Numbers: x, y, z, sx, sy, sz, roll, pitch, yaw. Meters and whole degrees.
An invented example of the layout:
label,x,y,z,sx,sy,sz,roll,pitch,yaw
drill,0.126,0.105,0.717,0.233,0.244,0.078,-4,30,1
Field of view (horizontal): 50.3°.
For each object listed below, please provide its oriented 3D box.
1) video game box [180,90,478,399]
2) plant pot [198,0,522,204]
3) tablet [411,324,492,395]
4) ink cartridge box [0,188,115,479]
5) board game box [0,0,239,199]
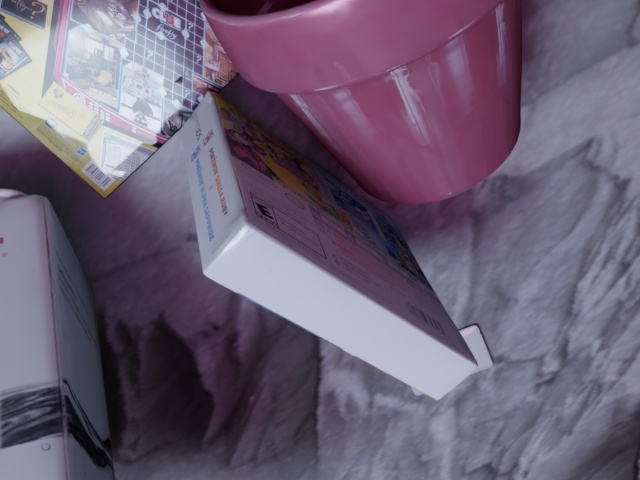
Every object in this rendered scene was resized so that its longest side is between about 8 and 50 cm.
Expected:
label,x,y,z,sx,sy,sz,roll,pitch,yaw
video game box,0.000,0.000,0.482,0.205,0.187,0.048,33,112,-31
plant pot,0.050,-0.130,0.454,0.201,0.201,0.180,-25,129,7
tablet,0.122,0.118,0.668,0.083,0.006,0.054,-24,114,6
ink cartridge box,-0.282,0.189,0.427,0.286,0.394,0.166,-12,149,-10
board game box,-0.188,-0.169,0.487,0.165,0.042,0.243,-39,112,13
